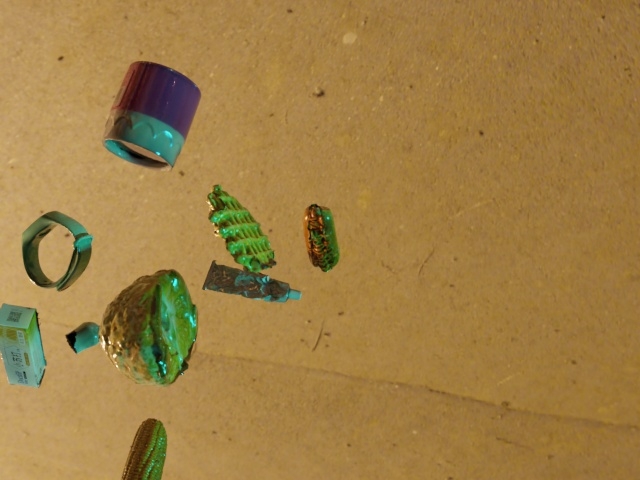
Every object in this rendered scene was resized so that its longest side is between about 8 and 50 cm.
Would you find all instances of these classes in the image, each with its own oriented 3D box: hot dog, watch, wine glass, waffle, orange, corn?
[{"bbox_3d":[0.000,0.000,1.394,0.072,0.055,0.188,0,132,12],"label":"hot dog"},{"bbox_3d":[-0.719,0.027,1.749,0.237,0.068,0.195,-35,84,25],"label":"watch"},{"bbox_3d":[-0.664,0.264,1.943,0.079,0.195,0.079,36,143,33],"label":"wine glass"},{"bbox_3d":[-0.219,-0.015,1.810,0.060,0.312,0.307,-32,120,12],"label":"waffle"},{"bbox_3d":[-0.452,0.225,1.672,0.210,0.368,0.270,-2,104,6],"label":"orange"},{"bbox_3d":[-0.334,0.440,1.213,0.080,0.231,0.080,1,130,1],"label":"corn"}]

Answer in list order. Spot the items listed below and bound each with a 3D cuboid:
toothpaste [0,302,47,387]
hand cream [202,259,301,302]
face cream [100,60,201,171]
[{"bbox_3d":[-0.765,0.275,1.650,0.089,0.071,0.313,10,139,-9],"label":"toothpaste"},{"bbox_3d":[-0.175,0.117,1.664,0.257,0.084,0.050,14,170,6],"label":"hand cream"},{"bbox_3d":[-0.378,-0.274,1.443,0.175,0.194,0.175,17,168,4],"label":"face cream"}]
